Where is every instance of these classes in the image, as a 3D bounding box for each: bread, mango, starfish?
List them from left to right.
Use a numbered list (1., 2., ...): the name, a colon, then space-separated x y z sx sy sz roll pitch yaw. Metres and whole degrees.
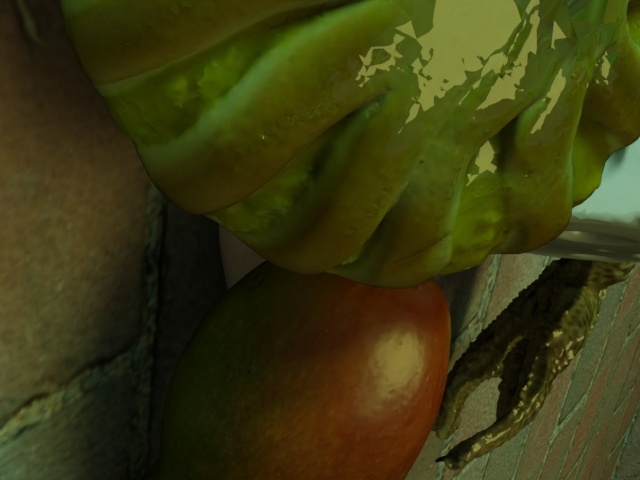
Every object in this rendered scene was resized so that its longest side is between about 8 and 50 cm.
1. mango: -0.024 0.118 0.606 0.146 0.129 0.289 5 135 -23
2. bread: 0.037 -0.131 0.442 0.333 0.160 0.332 -9 105 -36
3. starfish: 0.218 0.081 1.004 0.432 0.082 0.324 -56 -179 18

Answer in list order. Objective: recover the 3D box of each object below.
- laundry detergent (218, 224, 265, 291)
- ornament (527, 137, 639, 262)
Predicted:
1. laundry detergent: 0.000 0.000 0.675 0.159 0.088 0.335 -52 152 -24
2. ornament: 0.194 -0.112 0.685 0.240 0.240 0.239 19 78 -69
